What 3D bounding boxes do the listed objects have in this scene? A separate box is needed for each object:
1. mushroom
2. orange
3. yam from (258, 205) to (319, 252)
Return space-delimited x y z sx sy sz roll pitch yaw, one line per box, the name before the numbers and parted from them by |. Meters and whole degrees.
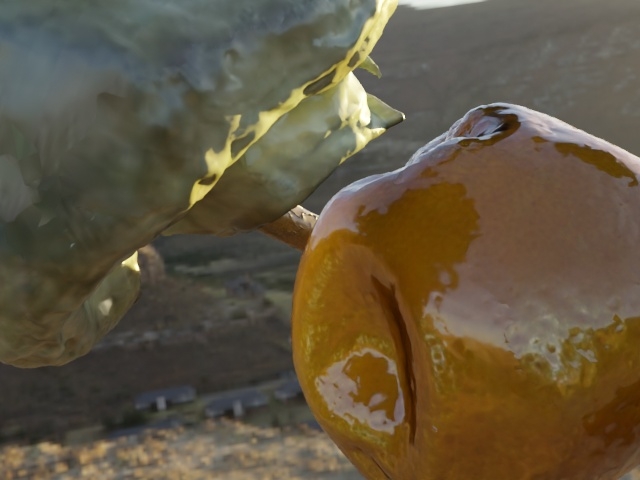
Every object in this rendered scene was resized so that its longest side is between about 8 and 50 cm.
mushroom | -0.094 -0.071 0.497 0.267 0.189 0.164 -35 0 22
orange | 0.100 0.021 0.628 0.249 0.183 0.249 -20 14 5
yam | 0.000 0.000 0.781 0.145 0.032 0.032 26 -15 -35
